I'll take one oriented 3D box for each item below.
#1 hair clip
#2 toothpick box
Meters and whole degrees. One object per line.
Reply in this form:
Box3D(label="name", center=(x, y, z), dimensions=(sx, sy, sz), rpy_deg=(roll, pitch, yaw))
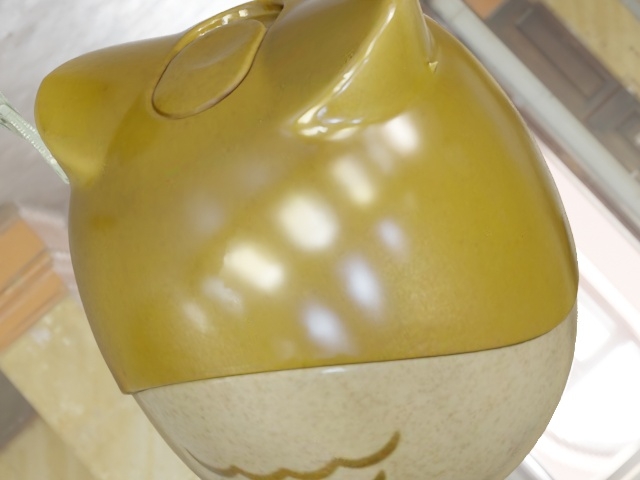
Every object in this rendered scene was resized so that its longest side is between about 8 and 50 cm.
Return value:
Box3D(label="hair clip", center=(-0.272, -0.097, 1.226), dimensions=(0.030, 0.115, 0.039), rpy_deg=(-55, -153, -10))
Box3D(label="toothpick box", center=(0.000, 0.000, 1.082), dimensions=(0.409, 0.425, 0.409), rpy_deg=(-19, -147, 13))
